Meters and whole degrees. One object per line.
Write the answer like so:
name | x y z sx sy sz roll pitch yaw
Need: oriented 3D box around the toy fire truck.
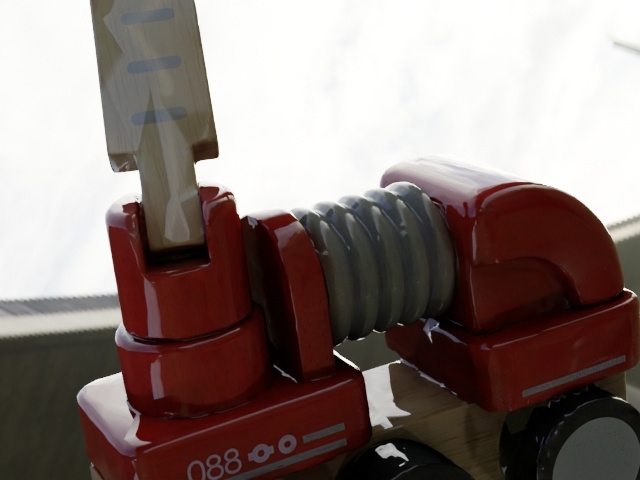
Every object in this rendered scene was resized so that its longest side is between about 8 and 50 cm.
toy fire truck | 0.000 0.000 0.527 0.217 0.158 0.246 -16 -70 -21
